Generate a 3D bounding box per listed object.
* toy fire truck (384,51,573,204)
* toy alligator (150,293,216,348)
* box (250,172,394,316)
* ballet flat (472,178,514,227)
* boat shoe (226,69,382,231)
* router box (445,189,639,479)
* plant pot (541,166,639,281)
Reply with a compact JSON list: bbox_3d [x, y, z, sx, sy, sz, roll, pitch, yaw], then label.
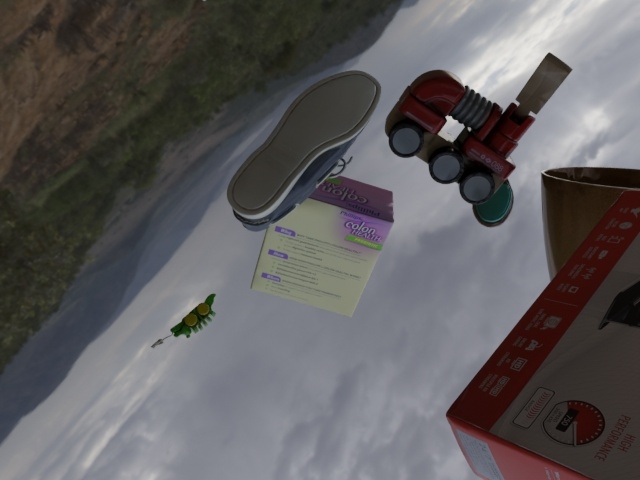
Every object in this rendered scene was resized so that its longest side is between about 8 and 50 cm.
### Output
[{"bbox_3d":[0.248,-0.206,0.855,0.246,0.217,0.158,-54,-173,26],"label":"toy fire truck"},{"bbox_3d":[-0.304,0.200,1.262,0.189,0.051,0.056,-43,-176,-26],"label":"toy alligator"},{"bbox_3d":[0.000,0.000,1.049,0.117,0.213,0.243,-81,-171,-54],"label":"box"},{"bbox_3d":[0.464,-0.131,1.468,0.107,0.106,0.316,4,-129,15],"label":"ballet flat"},{"bbox_3d":[-0.014,-0.113,0.698,0.255,0.095,0.079,-52,164,-14],"label":"boat shoe"},{"bbox_3d":[0.315,0.086,0.400,0.335,0.082,0.301,-40,-153,-27],"label":"router box"},{"bbox_3d":[0.440,0.029,0.812,0.237,0.237,0.255,-99,-169,-75],"label":"plant pot"}]
